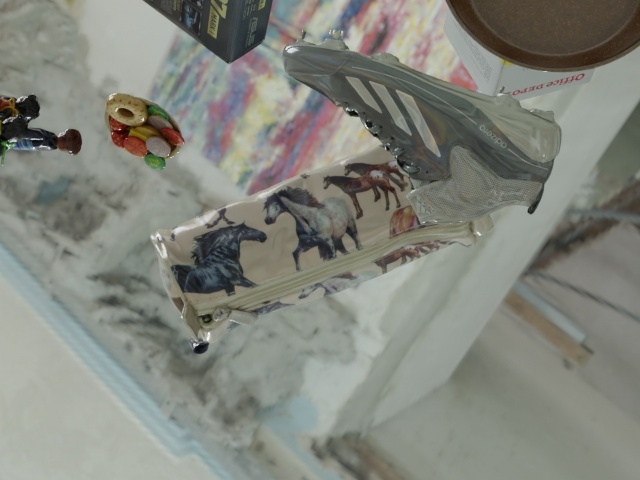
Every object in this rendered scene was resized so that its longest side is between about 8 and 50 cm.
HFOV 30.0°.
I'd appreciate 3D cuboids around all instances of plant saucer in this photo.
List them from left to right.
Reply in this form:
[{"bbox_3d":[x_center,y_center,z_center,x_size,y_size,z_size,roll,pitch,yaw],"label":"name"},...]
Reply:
[{"bbox_3d":[0.197,-0.227,0.993,0.199,0.198,0.036,36,171,12],"label":"plant saucer"}]

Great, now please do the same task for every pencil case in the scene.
[{"bbox_3d":[0.000,0.000,1.509,0.411,0.160,0.183,-21,-133,-4],"label":"pencil case"}]

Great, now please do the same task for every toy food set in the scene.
[{"bbox_3d":[-0.169,-0.105,1.137,0.083,0.083,0.020,25,-128,-3],"label":"toy food set"}]

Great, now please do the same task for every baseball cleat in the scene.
[{"bbox_3d":[0.059,-0.072,0.827,0.206,0.109,0.072,19,-178,13],"label":"baseball cleat"}]

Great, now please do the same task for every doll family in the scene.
[{"bbox_3d":[-0.299,-0.108,1.106,0.111,0.076,0.193,-2,-172,16],"label":"doll family"}]

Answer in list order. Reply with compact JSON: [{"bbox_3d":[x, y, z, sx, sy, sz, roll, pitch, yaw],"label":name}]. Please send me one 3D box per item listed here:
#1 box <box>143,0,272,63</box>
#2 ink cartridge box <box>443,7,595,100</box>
[{"bbox_3d":[-0.120,-0.306,1.118,0.183,0.232,0.059,38,-125,18],"label":"box"},{"bbox_3d":[0.220,-0.250,1.234,0.128,0.176,0.127,-15,-123,-17],"label":"ink cartridge box"}]
